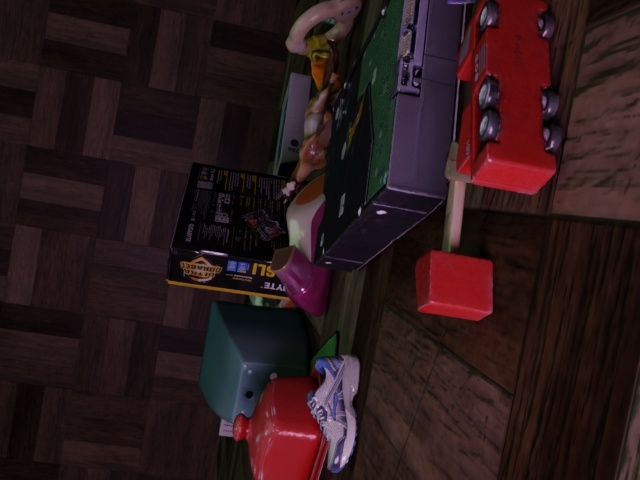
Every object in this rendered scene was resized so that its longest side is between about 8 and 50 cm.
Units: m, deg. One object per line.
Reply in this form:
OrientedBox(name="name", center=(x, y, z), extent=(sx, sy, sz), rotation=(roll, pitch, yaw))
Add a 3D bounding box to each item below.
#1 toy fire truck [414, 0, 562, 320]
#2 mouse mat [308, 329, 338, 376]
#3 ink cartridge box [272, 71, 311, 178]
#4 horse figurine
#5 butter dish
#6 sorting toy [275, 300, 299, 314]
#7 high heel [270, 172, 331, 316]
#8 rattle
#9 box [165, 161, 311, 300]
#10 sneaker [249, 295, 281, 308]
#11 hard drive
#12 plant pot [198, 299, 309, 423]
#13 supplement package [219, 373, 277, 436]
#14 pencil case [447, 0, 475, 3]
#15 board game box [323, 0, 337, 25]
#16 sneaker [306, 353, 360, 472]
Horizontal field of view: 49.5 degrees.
OrientedBox(name="toy fire truck", center=(0.109, -0.056, 0.471), extent=(0.135, 0.047, 0.192), rotation=(115, 163, -63))
OrientedBox(name="mouse mat", center=(-0.002, 0.224, 0.999), extent=(0.190, 0.007, 0.153), rotation=(121, 157, -64))
OrientedBox(name="ink cartridge box", center=(-0.080, -0.259, 1.826), extent=(0.165, 0.065, 0.333), rotation=(119, 160, -64))
OrientedBox(name="horse figurine", center=(0.004, -0.203, 1.175), extent=(0.174, 0.066, 0.263), rotation=(135, 149, -64))
OrientedBox(name="butter dish", center=(-0.057, 0.252, 0.912), extent=(0.160, 0.118, 0.160), rotation=(-99, 21, -63))
OrientedBox(name="sorting toy", center=(-0.057, 0.111, 1.362), extent=(0.083, 0.044, 0.075), rotation=(125, 161, -70))
OrientedBox(name="high heel", center=(0.000, 0.000, 1.113), extent=(0.082, 0.117, 0.244), rotation=(-16, 37, 30))
OrientedBox(name="rattle", center=(0.039, -0.364, 1.212), extent=(0.199, 0.130, 0.143), rotation=(-35, 57, 34))
OrientedBox(name="box", center=(-0.127, -0.024, 1.251), extent=(0.322, 0.257, 0.079), rotation=(-96, 19, -58))
OrientedBox(name="sneaker", center=(-0.117, 0.157, 1.588), extent=(0.115, 0.090, 0.232), rotation=(-177, 88, -74))
OrientedBox(name="hard drive", center=(0.065, -0.111, 0.759), extent=(0.339, 0.064, 0.237), rotation=(127, 152, -72))
OrientedBox(name="plant pot", center=(-0.108, 0.223, 1.190), extent=(0.234, 0.165, 0.166), rotation=(-140, 60, -72))
OrientedBox(name="supplement package", center=(-0.157, 0.336, 1.529), extent=(0.105, 0.105, 0.179), rotation=(-97, 19, -58))
OrientedBox(name="pencil case", center=(0.122, -0.289, 0.482), extent=(0.104, 0.104, 0.236), rotation=(-93, 17, -55))
OrientedBox(name="board game box", center=(0.051, -0.527, 1.306), extent=(0.136, 0.035, 0.201), rotation=(124, 161, -69))
OrientedBox(name="sneaker", center=(0.010, 0.194, 0.790), extent=(0.052, 0.058, 0.135), rotation=(115, 162, -60))
